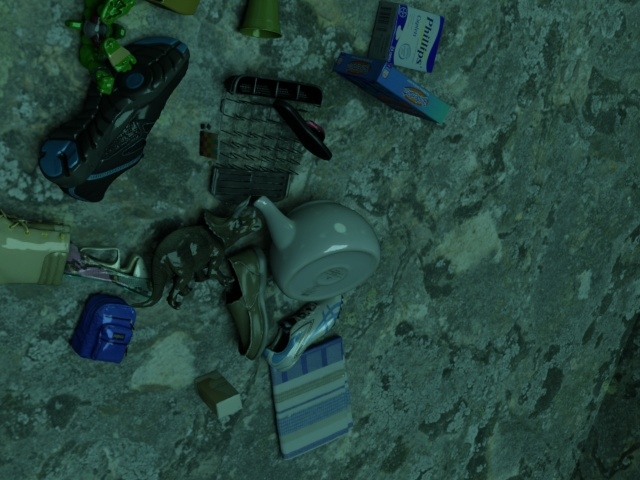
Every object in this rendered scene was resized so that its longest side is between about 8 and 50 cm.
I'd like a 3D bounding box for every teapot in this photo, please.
[{"bbox_3d":[0.000,0.000,1.669,0.253,0.187,0.256,-15,150,-9],"label":"teapot"}]

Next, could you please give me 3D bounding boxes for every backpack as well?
[{"bbox_3d":[-0.405,0.170,1.498,0.098,0.101,0.120,16,95,-45],"label":"backpack"}]

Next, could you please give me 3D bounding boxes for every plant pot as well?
[{"bbox_3d":[-0.255,-0.442,1.377,0.083,0.081,0.081,21,95,-51],"label":"plant pot"},{"bbox_3d":[-0.110,-0.433,1.489,0.083,0.083,0.079,4,93,-36],"label":"plant pot"}]

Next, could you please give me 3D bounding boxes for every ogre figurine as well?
[{"bbox_3d":[-0.365,-0.356,1.306,0.097,0.118,0.197,-23,121,-31],"label":"ogre figurine"}]

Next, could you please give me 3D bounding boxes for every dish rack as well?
[{"bbox_3d":[-0.116,-0.195,1.574,0.208,0.074,0.271,1,107,-35],"label":"dish rack"}]

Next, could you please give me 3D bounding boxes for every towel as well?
[{"bbox_3d":[-0.020,0.382,1.896,0.209,0.034,0.285,-19,116,-26],"label":"towel"}]

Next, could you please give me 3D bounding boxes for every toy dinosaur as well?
[{"bbox_3d":[-0.263,0.033,1.533,0.313,0.121,0.160,-26,115,-33],"label":"toy dinosaur"}]

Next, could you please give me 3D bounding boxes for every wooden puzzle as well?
[{"bbox_3d":[-0.215,-0.186,1.522,0.006,0.049,0.083,-19,120,-51],"label":"wooden puzzle"}]

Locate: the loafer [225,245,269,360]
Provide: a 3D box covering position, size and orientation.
[{"bbox_3d":[-0.167,0.136,1.666,0.087,0.094,0.251,-6,102,-28],"label":"loafer"}]

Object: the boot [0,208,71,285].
[{"bbox_3d":[-0.527,-0.035,1.315,0.203,0.095,0.262,-1,113,-25],"label":"boot"}]

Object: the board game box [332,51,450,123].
[{"bbox_3d":[0.151,-0.323,1.657,0.210,0.160,0.047,23,94,-38],"label":"board game box"}]

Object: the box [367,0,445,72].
[{"bbox_3d":[0.187,-0.440,1.692,0.137,0.072,0.126,2,107,-36],"label":"box"}]

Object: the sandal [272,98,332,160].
[{"bbox_3d":[-0.025,-0.223,1.544,0.040,0.067,0.179,-55,129,-18],"label":"sandal"}]

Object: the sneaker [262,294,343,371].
[{"bbox_3d":[-0.038,0.192,1.778,0.237,0.085,0.086,-48,121,-14],"label":"sneaker"}]

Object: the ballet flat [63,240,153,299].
[{"bbox_3d":[-0.388,0.054,1.483,0.221,0.077,0.079,21,92,-34],"label":"ballet flat"}]

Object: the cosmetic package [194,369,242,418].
[{"bbox_3d":[-0.221,0.330,1.679,0.060,0.115,0.041,-21,119,-28],"label":"cosmetic package"}]

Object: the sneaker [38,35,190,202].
[{"bbox_3d":[-0.353,-0.219,1.392,0.341,0.125,0.139,-50,155,-11],"label":"sneaker"}]
